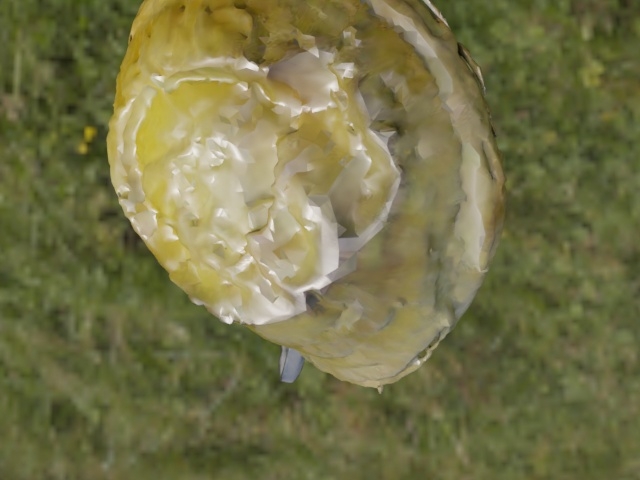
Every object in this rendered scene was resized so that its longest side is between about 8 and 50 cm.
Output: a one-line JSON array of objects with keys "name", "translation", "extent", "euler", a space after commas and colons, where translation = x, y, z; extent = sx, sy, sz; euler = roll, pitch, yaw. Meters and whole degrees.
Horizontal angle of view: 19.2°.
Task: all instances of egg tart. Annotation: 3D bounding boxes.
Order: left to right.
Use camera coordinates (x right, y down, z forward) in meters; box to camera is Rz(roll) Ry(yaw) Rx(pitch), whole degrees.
[{"name": "egg tart", "translation": [-0.024, -0.038, 0.907], "extent": [0.232, 0.252, 0.098], "euler": [-21, 179, 44]}]

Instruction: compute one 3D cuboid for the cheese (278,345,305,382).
[{"name": "cheese", "translation": [0.000, 0.000, 1.280], "extent": [0.082, 0.163, 0.286], "euler": [10, 144, -7]}]
